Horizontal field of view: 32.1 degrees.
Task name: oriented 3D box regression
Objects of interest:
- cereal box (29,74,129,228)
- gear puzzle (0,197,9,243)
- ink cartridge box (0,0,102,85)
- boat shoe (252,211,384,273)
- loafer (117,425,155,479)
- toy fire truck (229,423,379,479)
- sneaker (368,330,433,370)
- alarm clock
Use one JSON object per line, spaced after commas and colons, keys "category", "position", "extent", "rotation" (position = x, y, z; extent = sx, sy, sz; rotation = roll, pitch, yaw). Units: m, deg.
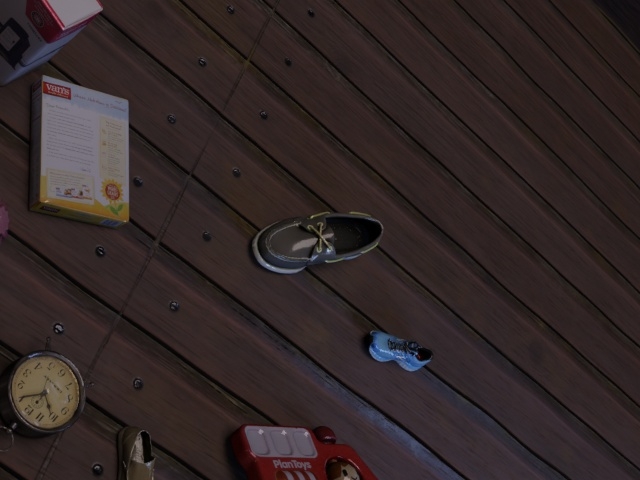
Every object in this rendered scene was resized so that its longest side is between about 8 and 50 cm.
{"category": "cereal box", "position": [-0.413, -0.151, 1.914], "extent": [0.173, 0.047, 0.240], "rotation": [14, 62, -38]}
{"category": "gear puzzle", "position": [-0.545, 0.021, 1.627], "extent": [0.339, 0.044, 0.175], "rotation": [-72, 155, -45]}
{"category": "ink cartridge box", "position": [-0.490, -0.381, 1.813], "extent": [0.172, 0.237, 0.100], "rotation": [56, 47, -9]}
{"category": "boat shoe", "position": [-0.001, -0.004, 2.198], "extent": [0.305, 0.091, 0.109], "rotation": [-7, 77, -44]}
{"category": "loafer", "position": [-0.294, 0.369, 1.788], "extent": [0.056, 0.050, 0.148], "rotation": [1, 71, -43]}
{"category": "toy fire truck", "position": [-0.002, 0.437, 1.967], "extent": [0.302, 0.169, 0.253], "rotation": [9, 47, -41]}
{"category": "sneaker", "position": [0.165, 0.216, 2.266], "extent": [0.162, 0.073, 0.063], "rotation": [21, 59, -35]}
{"category": "alarm clock", "position": [-0.440, 0.249, 1.698], "extent": [0.129, 0.064, 0.192], "rotation": [51, 43, -14]}
